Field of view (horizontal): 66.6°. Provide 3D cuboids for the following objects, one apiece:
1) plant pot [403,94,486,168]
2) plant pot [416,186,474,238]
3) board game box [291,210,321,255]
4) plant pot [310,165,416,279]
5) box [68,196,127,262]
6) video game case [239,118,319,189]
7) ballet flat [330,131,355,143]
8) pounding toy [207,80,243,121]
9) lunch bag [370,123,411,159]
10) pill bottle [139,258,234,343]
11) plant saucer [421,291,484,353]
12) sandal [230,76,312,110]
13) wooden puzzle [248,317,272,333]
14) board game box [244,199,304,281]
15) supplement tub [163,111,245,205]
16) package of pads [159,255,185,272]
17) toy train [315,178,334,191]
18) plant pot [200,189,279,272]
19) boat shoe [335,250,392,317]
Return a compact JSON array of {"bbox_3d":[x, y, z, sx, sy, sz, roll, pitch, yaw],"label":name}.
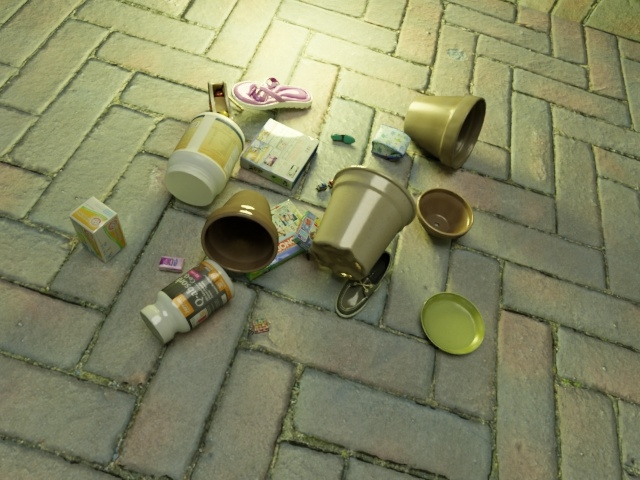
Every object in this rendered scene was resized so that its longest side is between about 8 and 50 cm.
[{"bbox_3d":[0.536,-0.514,2.171,0.280,0.323,0.323,26,56,25],"label":"plant pot"},{"bbox_3d":[0.492,-0.093,1.987,0.237,0.109,0.237,5,58,-8],"label":"plant pot"},{"bbox_3d":[0.000,0.000,1.823,0.201,0.035,0.136,37,53,-21],"label":"board game box"},{"bbox_3d":[0.129,-0.040,1.734,0.334,0.334,0.305,27,64,6],"label":"plant pot"},{"bbox_3d":[-0.749,-0.033,1.651,0.114,0.203,0.103,33,58,10],"label":"box"},{"bbox_3d":[-0.170,-0.368,2.061,0.244,0.061,0.269,26,57,4],"label":"video game case"},{"bbox_3d":[0.101,-0.465,2.191,0.114,0.041,0.041,11,57,-5],"label":"ballet flat"},{"bbox_3d":[-0.404,-0.602,2.108,0.155,0.154,0.269,-8,61,-16],"label":"pounding toy"},{"bbox_3d":[0.317,-0.434,2.176,0.151,0.096,0.128,18,57,14],"label":"lunch bag"},{"bbox_3d":[-0.432,0.199,1.593,0.162,0.162,0.278,42,60,16],"label":"pill bottle"},{"bbox_3d":[0.477,0.304,1.777,0.241,0.037,0.241,5,57,-8],"label":"plant saucer"},{"bbox_3d":[-0.208,-0.670,2.165,0.416,0.102,0.169,-13,60,-38],"label":"sandal"},{"bbox_3d":[-0.205,0.292,1.670,0.083,0.006,0.049,-9,60,-16],"label":"wooden puzzle"},{"bbox_3d":[-0.188,-0.007,1.839,0.317,0.046,0.213,-29,67,-26],"label":"board game box"},{"bbox_3d":[-0.445,-0.312,1.873,0.228,0.228,0.316,18,57,0],"label":"supplement tub"},{"bbox_3d":[-0.525,0.084,1.724,0.083,0.032,0.050,8,54,-6],"label":"package of pads"},{"bbox_3d":[0.052,-0.238,2.037,0.158,0.036,0.027,-19,63,-21],"label":"toy train"},{"bbox_3d":[-0.263,-0.053,1.703,0.263,0.263,0.229,11,38,-4],"label":"plant pot"},{"bbox_3d":[0.160,0.152,1.778,0.109,0.091,0.305,36,58,13],"label":"boat shoe"}]
